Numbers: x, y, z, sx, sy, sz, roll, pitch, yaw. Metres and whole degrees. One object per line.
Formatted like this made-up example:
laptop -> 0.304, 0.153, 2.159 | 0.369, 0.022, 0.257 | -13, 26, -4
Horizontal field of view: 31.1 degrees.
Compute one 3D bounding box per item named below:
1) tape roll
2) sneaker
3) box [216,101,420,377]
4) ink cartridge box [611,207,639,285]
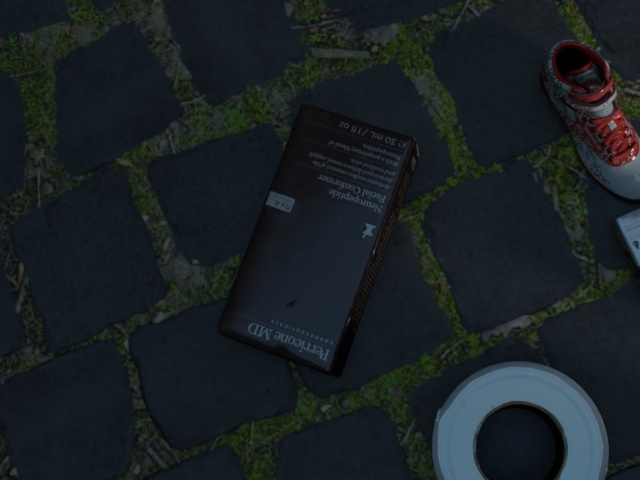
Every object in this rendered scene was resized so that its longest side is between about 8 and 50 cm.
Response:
tape roll -> 0.285, 0.302, 1.664 | 0.246, 0.169, 0.246 | -1, 80, 7
sneaker -> 0.424, -0.182, 1.744 | 0.090, 0.145, 0.270 | -31, 78, 1
box -> 0.000, 0.000, 1.772 | 0.191, 0.143, 0.381 | 18, 85, 10
ink cartridge box -> 0.523, 0.018, 1.736 | 0.109, 0.063, 0.150 | -24, 77, 3
